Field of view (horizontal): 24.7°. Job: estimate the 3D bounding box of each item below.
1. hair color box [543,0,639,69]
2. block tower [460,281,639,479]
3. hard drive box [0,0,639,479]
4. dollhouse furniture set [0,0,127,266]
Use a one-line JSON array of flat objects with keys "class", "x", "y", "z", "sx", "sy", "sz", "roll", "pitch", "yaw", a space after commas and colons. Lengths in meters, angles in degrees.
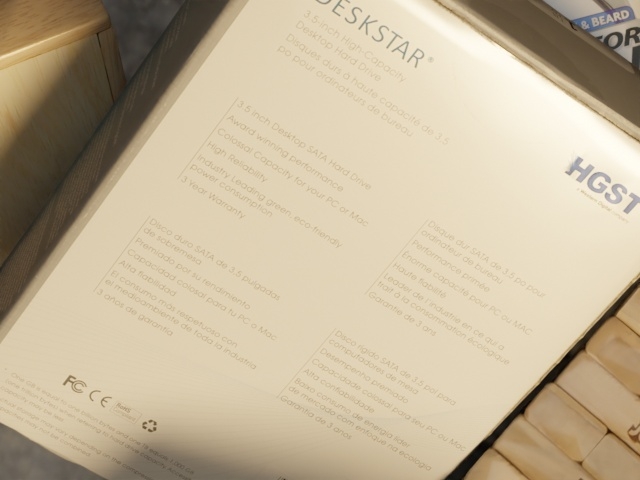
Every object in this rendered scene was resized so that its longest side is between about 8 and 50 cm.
[{"class": "hair color box", "x": 0.094, "y": -0.097, "z": 0.636, "sx": 0.093, "sy": 0.053, "sz": 0.167, "roll": -15, "pitch": 79, "yaw": 15}, {"class": "block tower", "x": 0.171, "y": 0.032, "z": 0.575, "sx": 0.097, "sy": 0.091, "sz": 0.335, "roll": 41, "pitch": 96, "yaw": 10}, {"class": "hard drive box", "x": 0.000, "y": 0.000, "z": 0.558, "sx": 0.181, "sy": 0.089, "sz": 0.232, "roll": 32, "pitch": 114, "yaw": -17}, {"class": "dollhouse furniture set", "x": -0.213, "y": -0.140, "z": 0.688, "sx": 0.303, "sy": 0.173, "sz": 0.355, "roll": -24, "pitch": 58, "yaw": -13}]
